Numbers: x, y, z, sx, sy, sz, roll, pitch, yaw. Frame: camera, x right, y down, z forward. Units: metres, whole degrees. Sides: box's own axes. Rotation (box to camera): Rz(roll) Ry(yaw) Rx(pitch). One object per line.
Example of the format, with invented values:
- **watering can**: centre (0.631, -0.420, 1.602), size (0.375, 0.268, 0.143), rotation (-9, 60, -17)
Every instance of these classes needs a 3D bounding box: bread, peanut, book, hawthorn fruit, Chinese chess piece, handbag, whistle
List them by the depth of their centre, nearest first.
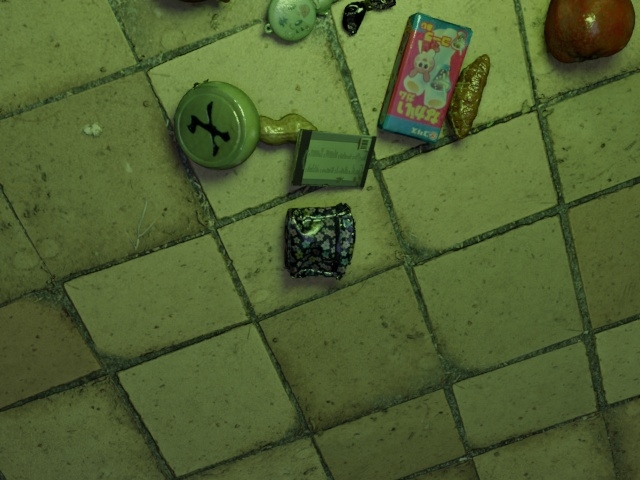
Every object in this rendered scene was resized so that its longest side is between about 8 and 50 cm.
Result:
- **hawthorn fruit**: centre (0.678, -0.590, 1.346), size (0.211, 0.210, 0.262), rotation (-8, 102, -2)
- **whistle**: centre (-0.032, -0.598, 1.352), size (0.258, 0.067, 0.126), rotation (-29, 122, 1)
- **Chinese chess piece**: centre (-0.273, -0.299, 1.385), size (0.238, 0.092, 0.237), rotation (5, 108, 17)
- **bread**: centre (0.390, -0.393, 1.437), size (0.076, 0.105, 0.232), rotation (14, 101, -16)
- **peanut**: centre (-0.101, -0.300, 1.439), size (0.193, 0.089, 0.089), rotation (-1, 109, -5)
- **book**: centre (0.035, -0.223, 1.464), size (0.231, 0.026, 0.157), rotation (-1, 118, -26)
- **handbag**: centre (0.000, 0.000, 1.526), size (0.208, 0.127, 0.228), rotation (-2, 109, -11)

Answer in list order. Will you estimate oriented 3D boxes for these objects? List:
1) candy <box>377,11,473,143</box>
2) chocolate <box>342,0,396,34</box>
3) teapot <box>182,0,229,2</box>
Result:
- **candy**: centre (0.272, -0.428, 1.419), size (0.157, 0.100, 0.305), rotation (12, 107, -10)
- **chocolate**: centre (0.121, -0.598, 1.366), size (0.147, 0.070, 0.072), rotation (-34, 104, 2)
- **teapot**: centre (-0.327, -0.655, 1.281), size (0.252, 0.135, 0.178), rotation (31, 69, 4)
